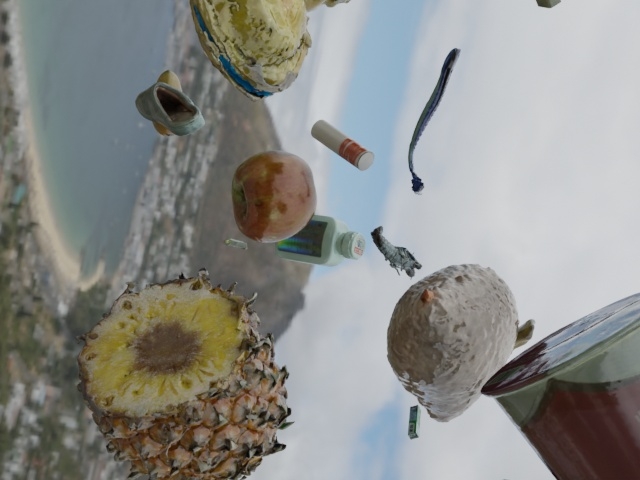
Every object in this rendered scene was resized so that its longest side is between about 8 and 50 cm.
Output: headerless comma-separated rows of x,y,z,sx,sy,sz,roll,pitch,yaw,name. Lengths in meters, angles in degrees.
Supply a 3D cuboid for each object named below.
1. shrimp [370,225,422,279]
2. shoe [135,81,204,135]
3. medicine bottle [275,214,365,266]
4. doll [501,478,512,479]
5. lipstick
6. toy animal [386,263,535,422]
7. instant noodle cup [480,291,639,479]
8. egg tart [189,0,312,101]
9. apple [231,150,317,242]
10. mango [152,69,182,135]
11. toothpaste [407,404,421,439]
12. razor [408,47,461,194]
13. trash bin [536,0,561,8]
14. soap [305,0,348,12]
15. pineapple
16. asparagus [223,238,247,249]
0.191,0.043,2.397,0.082,0.174,0.076,-36,-160,37,shrimp
-0.270,-0.248,1.622,0.195,0.079,0.078,39,-33,46,shoe
0.000,0.000,2.243,0.083,0.228,0.121,17,83,-53,medicine bottle
0.303,0.377,1.247,0.159,0.158,0.059,-17,108,-52,doll
0.038,-0.169,1.612,0.130,0.038,0.038,39,-53,37,lipstick
0.211,0.144,1.454,0.226,0.188,0.358,-49,155,-13,toy animal
0.320,0.180,1.001,0.178,0.234,0.235,59,-12,4,instant noodle cup
-0.091,-0.347,1.331,0.291,0.107,0.291,32,52,-52,egg tart
-0.097,-0.096,1.967,0.196,0.196,0.196,-168,-90,-84,apple
-0.389,-0.345,2.338,0.111,0.089,0.163,-100,-172,-53,mango
0.194,0.374,1.893,0.017,0.020,0.083,60,23,-25,toothpaste
0.236,-0.260,1.971,0.093,0.056,0.324,1,105,-81,razor
0.512,-0.582,2.101,0.092,0.043,0.061,64,-11,-27,trash bin
-0.007,-0.525,1.765,0.281,0.259,0.143,11,-71,63,soap
-0.210,0.249,1.501,0.352,0.352,0.300,-84,158,-44,pineapple
-0.238,0.009,2.576,0.108,0.025,0.021,15,97,-60,asparagus
